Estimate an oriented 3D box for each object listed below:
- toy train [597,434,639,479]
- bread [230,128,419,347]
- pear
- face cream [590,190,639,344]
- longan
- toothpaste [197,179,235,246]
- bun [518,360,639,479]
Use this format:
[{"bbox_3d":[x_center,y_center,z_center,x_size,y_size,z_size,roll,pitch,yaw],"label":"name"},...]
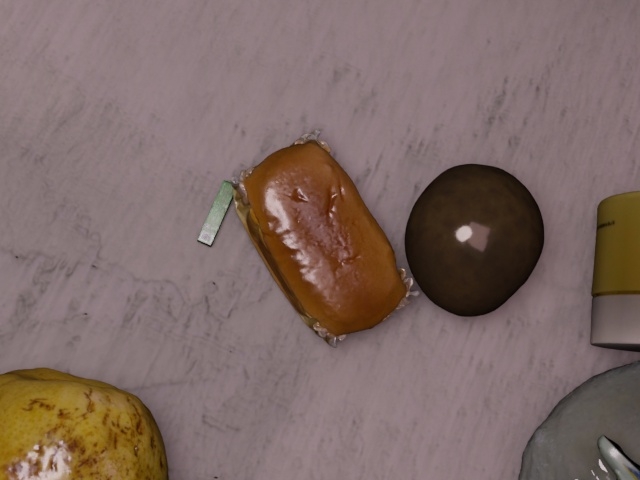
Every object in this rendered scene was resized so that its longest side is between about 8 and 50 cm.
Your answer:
[{"bbox_3d":[0.373,0.304,1.078,0.234,0.052,0.051,43,94,1],"label":"toy train"},{"bbox_3d":[0.000,0.000,1.219,0.136,0.107,0.241,-31,94,-11],"label":"bread"},{"bbox_3d":[-0.295,0.266,1.083,0.271,0.271,0.271,1,84,-8],"label":"pear"},{"bbox_3d":[0.442,0.045,1.222,0.218,0.218,0.179,6,82,-7],"label":"face cream"},{"bbox_3d":[0.193,0.005,1.228,0.204,0.159,0.185,33,75,-43],"label":"longan"},{"bbox_3d":[-0.128,-0.033,1.255,0.020,0.017,0.083,24,81,-3],"label":"toothpaste"},{"bbox_3d":[0.409,0.309,1.203,0.354,0.194,0.354,1,85,-8],"label":"bun"}]
